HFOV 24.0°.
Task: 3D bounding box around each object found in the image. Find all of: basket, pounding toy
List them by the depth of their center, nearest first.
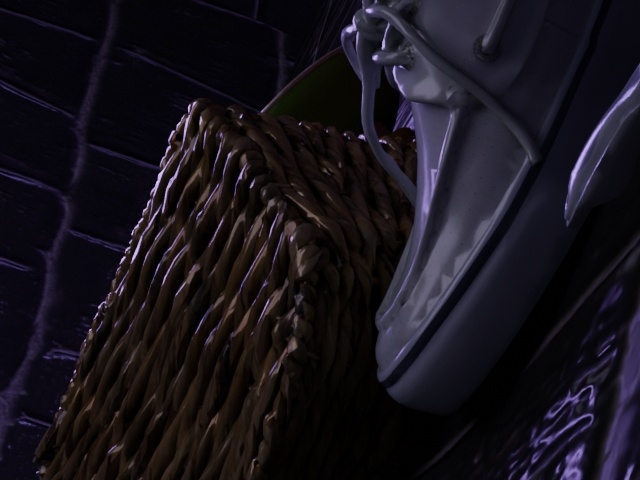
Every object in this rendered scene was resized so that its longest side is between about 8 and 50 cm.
[{"bbox_3d":[-0.002,0.095,0.911,0.213,0.223,0.299,50,122,45],"label":"basket"},{"bbox_3d":[0.041,-0.081,1.265,0.237,0.110,0.183,-38,-15,-19],"label":"pounding toy"}]

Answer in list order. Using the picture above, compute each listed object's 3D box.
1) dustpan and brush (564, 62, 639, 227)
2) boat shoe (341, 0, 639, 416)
[{"bbox_3d":[0.138,-0.076,0.522,0.147,0.060,0.211,-75,-2,-47],"label":"dustpan and brush"},{"bbox_3d":[0.073,-0.107,0.733,0.136,0.156,0.367,-176,110,-83],"label":"boat shoe"}]
